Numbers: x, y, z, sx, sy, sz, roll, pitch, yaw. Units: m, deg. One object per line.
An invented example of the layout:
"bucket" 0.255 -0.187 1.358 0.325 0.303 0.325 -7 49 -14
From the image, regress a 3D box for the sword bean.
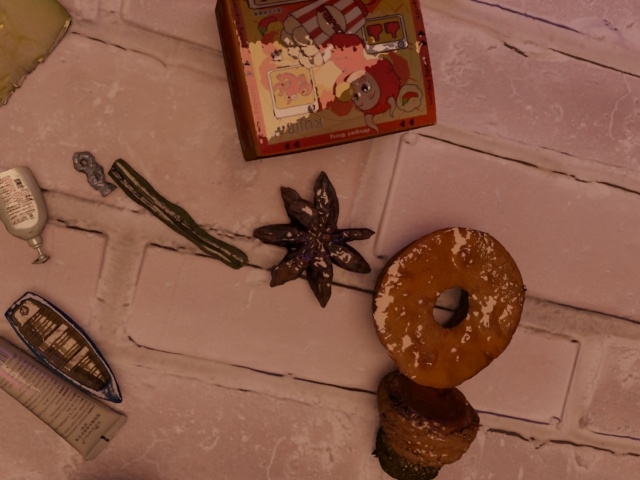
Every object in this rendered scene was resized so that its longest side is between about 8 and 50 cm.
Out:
"sword bean" -0.230 -0.036 1.178 0.269 0.038 0.043 38 111 -13

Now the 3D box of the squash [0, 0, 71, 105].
"squash" -0.513 -0.314 1.035 0.204 0.155 0.237 41 84 -11

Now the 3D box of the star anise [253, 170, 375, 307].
"star anise" -0.015 0.007 1.210 0.197 0.073 0.212 -42 99 -9

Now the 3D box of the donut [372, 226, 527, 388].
"donut" 0.211 0.110 1.250 0.277 0.108 0.278 -1 94 -13

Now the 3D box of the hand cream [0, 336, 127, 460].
"hand cream" -0.441 0.240 1.145 0.276 0.059 0.095 44 83 -17

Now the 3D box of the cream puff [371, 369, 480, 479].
"cream puff" 0.160 0.334 1.245 0.183 0.183 0.169 17 114 -13

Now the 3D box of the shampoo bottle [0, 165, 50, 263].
"shampoo bottle" -0.458 -0.036 1.121 0.077 0.045 0.152 -25 97 -12

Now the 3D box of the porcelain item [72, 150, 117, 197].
"porcelain item" -0.360 -0.107 1.145 0.036 0.028 0.083 -41 100 -4

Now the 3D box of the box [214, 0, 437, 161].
"box" 0.001 -0.274 1.122 0.283 0.214 0.260 -13 99 -12

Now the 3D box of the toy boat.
"toy boat" -0.398 0.175 1.150 0.080 0.046 0.229 -45 102 -7
